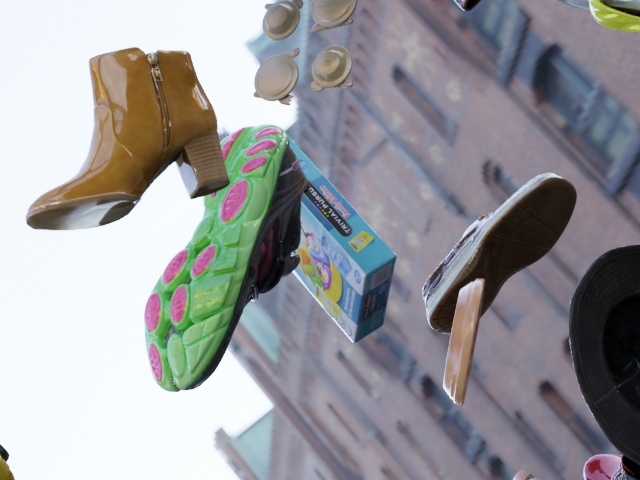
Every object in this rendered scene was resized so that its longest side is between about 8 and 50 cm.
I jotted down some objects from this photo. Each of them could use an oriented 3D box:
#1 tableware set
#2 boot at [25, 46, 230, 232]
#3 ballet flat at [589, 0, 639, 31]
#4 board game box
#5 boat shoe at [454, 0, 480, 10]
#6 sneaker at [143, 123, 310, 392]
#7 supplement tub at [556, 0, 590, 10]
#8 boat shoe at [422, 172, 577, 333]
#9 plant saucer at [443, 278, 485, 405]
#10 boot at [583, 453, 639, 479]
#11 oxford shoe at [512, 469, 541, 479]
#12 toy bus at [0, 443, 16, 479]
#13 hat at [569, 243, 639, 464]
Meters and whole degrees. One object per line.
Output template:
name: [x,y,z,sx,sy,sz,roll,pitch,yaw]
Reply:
tableware set: [-0.018,-0.248,1.754,0.141,0.169,0.020,-4,-17,27]
boot: [-0.270,-0.137,1.802,0.295,0.211,0.104,-16,-13,-31]
ballet flat: [0.414,-0.269,1.608,0.077,0.231,0.077,39,-114,-57]
board game box: [0.000,0.000,2.681,0.079,0.336,0.254,-31,-26,-22]
boat shoe: [0.306,-0.486,2.432,0.073,0.073,0.207,17,-56,-41]
sneaker: [-0.123,0.039,2.252,0.202,0.185,0.483,46,-123,-38]
supplement tub: [0.401,-0.472,1.813,0.228,0.228,0.316,23,-109,-71]
boat shoe: [0.286,0.002,2.343,0.123,0.123,0.342,22,-61,-28]
plant saucer: [0.221,0.155,2.175,0.200,0.037,0.200,11,-90,-81]
boot: [0.475,0.355,2.163,0.088,0.244,0.176,-51,-57,-12]
oxford shoe: [0.369,0.460,2.258,0.140,0.146,0.397,-68,-21,0]
toy bus: [-0.425,0.303,1.664,0.149,0.220,0.211,-47,-46,-16]
hat: [0.461,0.173,2.039,0.331,0.331,0.134,-32,4,-27]
